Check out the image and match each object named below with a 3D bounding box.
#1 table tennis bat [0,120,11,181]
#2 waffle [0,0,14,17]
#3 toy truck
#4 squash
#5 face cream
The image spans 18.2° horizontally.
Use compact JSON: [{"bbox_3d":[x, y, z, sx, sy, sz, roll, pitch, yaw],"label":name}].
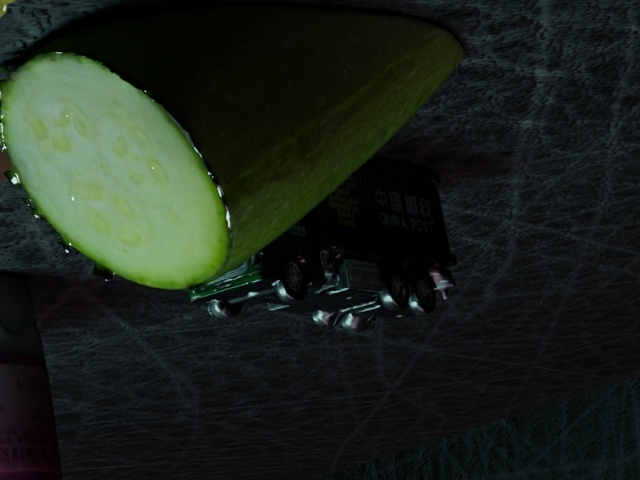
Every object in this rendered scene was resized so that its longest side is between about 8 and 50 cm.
[{"bbox_3d":[-0.255,-0.043,1.325,0.130,0.019,0.220,-10,165,-3],"label":"table tennis bat"},{"bbox_3d":[-0.207,-0.140,0.881,0.168,0.057,0.274,-3,164,-28],"label":"waffle"},{"bbox_3d":[0.000,0.000,1.477,0.088,0.121,0.259,-18,165,32],"label":"toy truck"},{"bbox_3d":[-0.051,-0.102,1.234,0.260,0.189,0.189,-45,-170,-37],"label":"squash"},{"bbox_3d":[-0.310,0.140,1.659,0.175,0.195,0.175,-8,167,-2],"label":"face cream"}]
